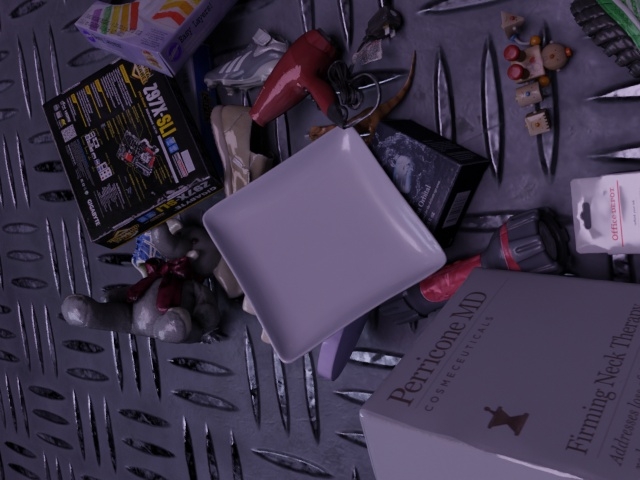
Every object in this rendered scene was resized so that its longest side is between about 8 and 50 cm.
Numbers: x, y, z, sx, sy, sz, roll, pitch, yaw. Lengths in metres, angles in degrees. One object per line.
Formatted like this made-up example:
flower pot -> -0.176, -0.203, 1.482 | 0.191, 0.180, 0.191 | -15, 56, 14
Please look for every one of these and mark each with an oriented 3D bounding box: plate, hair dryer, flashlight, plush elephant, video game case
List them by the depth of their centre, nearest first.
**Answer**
flashlight -> 0.213, 0.047, 0.970 | 0.304, 0.103, 0.103 | -24, 85, 39
plate -> 0.000, 0.000, 0.971 | 0.277, 0.045, 0.278 | -33, 70, 1
hair dryer -> -0.013, -0.258, 1.040 | 0.294, 0.080, 0.223 | -16, 46, 44
plush elephant -> -0.288, 0.072, 1.304 | 0.272, 0.330, 0.255 | 5, 80, 26
video game case -> -0.316, -0.255, 1.362 | 0.244, 0.061, 0.269 | 0, 99, 38

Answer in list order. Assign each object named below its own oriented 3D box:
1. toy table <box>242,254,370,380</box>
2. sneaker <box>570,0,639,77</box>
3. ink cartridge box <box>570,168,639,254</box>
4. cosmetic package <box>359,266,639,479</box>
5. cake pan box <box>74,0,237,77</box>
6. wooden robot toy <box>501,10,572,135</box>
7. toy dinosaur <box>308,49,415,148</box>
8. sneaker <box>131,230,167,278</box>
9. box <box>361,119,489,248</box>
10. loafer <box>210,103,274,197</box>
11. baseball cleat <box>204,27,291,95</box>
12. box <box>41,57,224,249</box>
toy table -> -0.001, 0.085, 1.085 | 0.161, 0.252, 0.274 | 23, 103, 16
sneaker -> 0.438, -0.201, 0.713 | 0.343, 0.134, 0.146 | 54, 126, 17
ink cartridge box -> 0.417, -0.039, 0.811 | 0.181, 0.062, 0.104 | -2, 98, 39
cosmetic package -> 0.314, 0.262, 0.738 | 0.394, 0.329, 0.327 | 5, 121, 37
cake pan box -> -0.297, -0.443, 1.213 | 0.267, 0.070, 0.245 | 27, 72, 32
wooden robot toy -> 0.296, -0.233, 0.867 | 0.079, 0.076, 0.173 | -12, 92, 29
toy dinosaur -> 0.086, -0.194, 1.036 | 0.212, 0.112, 0.064 | -31, 48, 0
sneaker -> -0.384, 0.016, 1.464 | 0.080, 0.081, 0.211 | -25, 82, 41
box -> 0.147, -0.085, 1.003 | 0.158, 0.093, 0.155 | 35, 119, 30
loafer -> -0.129, -0.129, 1.211 | 0.092, 0.102, 0.268 | -14, 99, 16
baseball cleat -> -0.131, -0.332, 1.203 | 0.206, 0.072, 0.109 | 5, 89, 34
box -> -0.361, -0.181, 1.231 | 0.257, 0.079, 0.322 | -28, 73, 6
